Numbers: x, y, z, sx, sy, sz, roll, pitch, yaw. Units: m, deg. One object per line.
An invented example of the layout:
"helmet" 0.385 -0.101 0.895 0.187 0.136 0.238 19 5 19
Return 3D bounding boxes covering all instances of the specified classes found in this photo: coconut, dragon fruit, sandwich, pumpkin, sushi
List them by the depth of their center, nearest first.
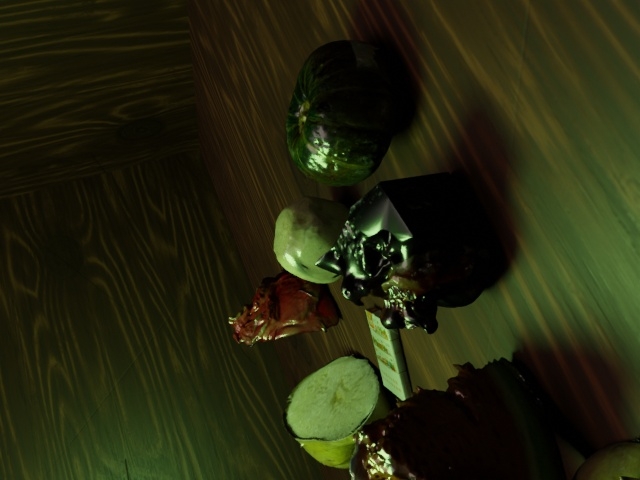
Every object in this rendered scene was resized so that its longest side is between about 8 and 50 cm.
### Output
"sandwich" 0.186 0.313 0.763 0.250 0.301 0.162 -102 15 -50
"sushi" 0.159 0.036 0.852 0.212 0.215 0.227 60 139 20
"pumpkin" 0.048 -0.217 0.948 0.260 0.189 0.260 -174 90 -72
"coconut" 0.000 0.000 1.284 0.224 0.224 0.224 162 90 -73
"dragon fruit" -0.135 0.202 1.710 0.286 0.329 0.228 175 84 -74

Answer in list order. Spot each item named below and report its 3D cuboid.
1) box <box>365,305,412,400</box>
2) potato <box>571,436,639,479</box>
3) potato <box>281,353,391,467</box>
"box" 0.170 0.282 1.312 0.122 0.032 0.220 -157 50 -69
"potato" 0.381 0.363 0.610 0.299 0.116 0.239 112 142 -63
"potato" 0.100 0.545 1.576 0.397 0.290 0.296 -21 121 38
